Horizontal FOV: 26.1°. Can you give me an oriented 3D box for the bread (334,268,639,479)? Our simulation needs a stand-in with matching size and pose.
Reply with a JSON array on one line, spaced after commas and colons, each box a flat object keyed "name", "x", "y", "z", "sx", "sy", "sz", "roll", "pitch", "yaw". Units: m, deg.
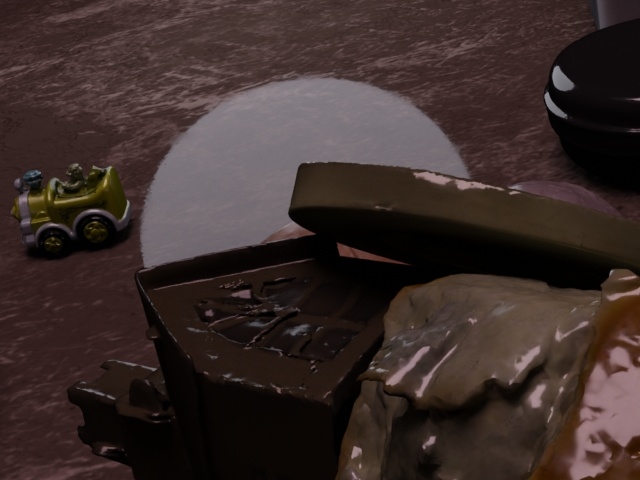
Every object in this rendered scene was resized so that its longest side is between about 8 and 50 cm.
[{"name": "bread", "x": 0.148, "y": 0.124, "z": 0.590, "sx": 0.279, "sy": 0.250, "sz": 0.225, "roll": 6, "pitch": -12, "yaw": -6}]

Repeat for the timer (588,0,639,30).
[{"name": "timer", "x": 0.384, "y": -0.331, "z": 1.495, "sx": 0.192, "sy": 0.195, "sz": 0.194, "roll": -8, "pitch": 26, "yaw": 9}]

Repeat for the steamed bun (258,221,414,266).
[{"name": "steamed bun", "x": -0.002, "y": 0.064, "z": 0.997, "sx": 0.175, "sy": 0.106, "sz": 0.145, "roll": -31, "pitch": 34, "yaw": -6}]

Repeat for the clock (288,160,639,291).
[{"name": "clock", "x": 0.098, "y": -0.002, "z": 0.752, "sx": 0.235, "sy": 0.029, "sz": 0.235, "roll": 12, "pitch": -6, "yaw": 1}]

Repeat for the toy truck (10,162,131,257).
[{"name": "toy truck", "x": -0.242, "y": -0.035, "z": 1.318, "sx": 0.111, "sy": 0.077, "sz": 0.076, "roll": -11, "pitch": 26, "yaw": 3}]

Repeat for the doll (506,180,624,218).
[{"name": "doll", "x": 0.207, "y": 0.052, "z": 0.883, "sx": 0.151, "sy": 0.151, "sz": 0.287, "roll": -31, "pitch": 35, "yaw": -32}]

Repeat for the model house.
[{"name": "model house", "x": -0.029, "y": 0.101, "z": 0.809, "sx": 0.243, "sy": 0.211, "sz": 0.204, "roll": 7, "pitch": 31, "yaw": 35}]

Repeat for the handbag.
[{"name": "handbag", "x": 0.357, "y": -0.138, "z": 1.243, "sx": 0.308, "sy": 0.093, "sz": 0.254, "roll": -9, "pitch": 25, "yaw": 8}]
